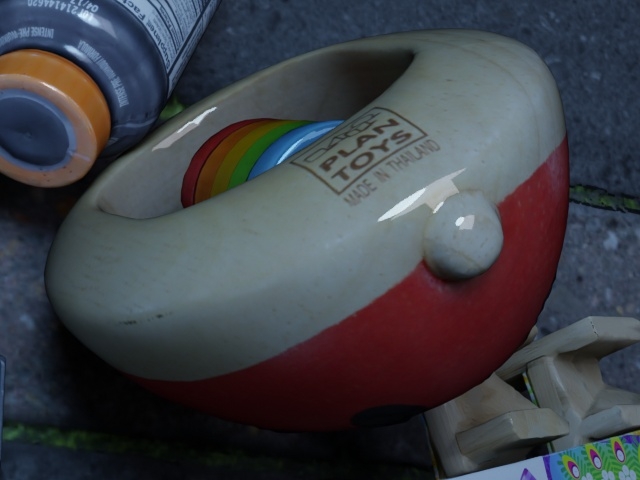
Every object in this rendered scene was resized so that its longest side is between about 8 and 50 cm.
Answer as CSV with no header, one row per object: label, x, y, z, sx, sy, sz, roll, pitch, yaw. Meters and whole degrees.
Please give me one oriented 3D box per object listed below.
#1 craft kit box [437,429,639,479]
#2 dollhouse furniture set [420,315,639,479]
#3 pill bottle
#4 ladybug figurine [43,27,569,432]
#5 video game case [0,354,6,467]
craft kit box,0.160,0.236,0.974,0.246,0.061,0.250,-6,71,-49
dollhouse furniture set,0.063,0.260,1.104,0.394,0.256,0.362,3,64,-50
pill bottle,-0.147,-0.141,1.165,0.130,0.130,0.246,33,42,-10
ladybug figurine,0.000,0.000,1.046,0.305,0.449,0.162,-33,106,-12
video game case,-0.314,0.165,0.983,0.275,0.035,0.248,11,64,-26
